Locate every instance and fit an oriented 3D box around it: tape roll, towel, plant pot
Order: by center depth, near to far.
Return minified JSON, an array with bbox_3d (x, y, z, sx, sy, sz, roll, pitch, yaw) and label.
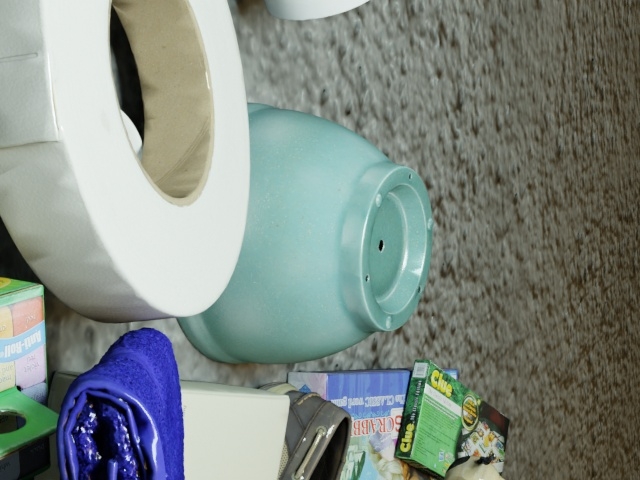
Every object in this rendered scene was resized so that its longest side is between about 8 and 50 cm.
[{"bbox_3d":[-0.126,0.184,0.722,0.308,0.076,0.227,-161,-105,-85],"label":"towel"},{"bbox_3d":[-0.153,-0.126,0.844,0.392,0.072,0.392,-6,90,-75],"label":"tape roll"},{"bbox_3d":[0.000,0.000,1.128,0.293,0.196,0.293,-16,108,-59],"label":"plant pot"}]

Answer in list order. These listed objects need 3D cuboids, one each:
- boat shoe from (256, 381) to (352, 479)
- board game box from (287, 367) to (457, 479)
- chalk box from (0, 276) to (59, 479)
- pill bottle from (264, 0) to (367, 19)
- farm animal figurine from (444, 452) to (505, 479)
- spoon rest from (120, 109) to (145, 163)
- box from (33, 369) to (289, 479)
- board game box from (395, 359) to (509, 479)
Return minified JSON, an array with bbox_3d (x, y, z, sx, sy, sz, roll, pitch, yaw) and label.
[{"bbox_3d":[-0.044,0.341,1.177,0.132,0.130,0.355,17,80,-60],"label":"boat shoe"},{"bbox_3d":[0.075,0.328,1.377,0.319,0.066,0.318,6,83,-52],"label":"board game box"},{"bbox_3d":[-0.259,0.093,0.662,0.132,0.213,0.132,-17,110,-59],"label":"chalk box"},{"bbox_3d":[-0.030,-0.389,1.017,0.181,0.182,0.323,-52,138,-44],"label":"pill bottle"},{"bbox_3d":[0.107,0.424,1.224,0.330,0.172,0.326,-48,147,-23],"label":"farm animal figurine"},{"bbox_3d":[-0.221,-0.064,0.835,0.276,0.084,0.137,23,73,-59],"label":"spoon rest"},{"bbox_3d":[-0.141,0.191,1.014,0.275,0.094,0.113,22,77,-60],"label":"box"},{"bbox_3d":[0.190,0.272,1.456,0.260,0.030,0.136,39,60,-46],"label":"board game box"}]
